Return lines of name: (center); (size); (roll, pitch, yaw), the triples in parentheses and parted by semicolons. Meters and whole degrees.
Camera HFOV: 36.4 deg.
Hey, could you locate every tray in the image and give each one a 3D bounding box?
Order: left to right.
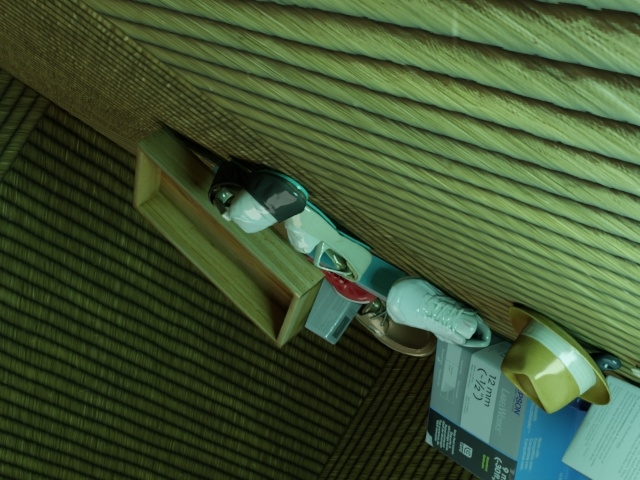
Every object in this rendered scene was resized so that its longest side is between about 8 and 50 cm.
tray: (-0.177, -0.005, 1.785); (0.411, 0.076, 0.202); (42, 148, 14)

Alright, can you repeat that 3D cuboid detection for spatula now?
spatula: (0.357, 0.165, 1.373); (0.084, 0.030, 0.296); (31, 176, -4)

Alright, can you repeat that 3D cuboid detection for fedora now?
fedora: (0.299, 0.174, 1.304); (0.194, 0.079, 0.194); (45, 170, 10)

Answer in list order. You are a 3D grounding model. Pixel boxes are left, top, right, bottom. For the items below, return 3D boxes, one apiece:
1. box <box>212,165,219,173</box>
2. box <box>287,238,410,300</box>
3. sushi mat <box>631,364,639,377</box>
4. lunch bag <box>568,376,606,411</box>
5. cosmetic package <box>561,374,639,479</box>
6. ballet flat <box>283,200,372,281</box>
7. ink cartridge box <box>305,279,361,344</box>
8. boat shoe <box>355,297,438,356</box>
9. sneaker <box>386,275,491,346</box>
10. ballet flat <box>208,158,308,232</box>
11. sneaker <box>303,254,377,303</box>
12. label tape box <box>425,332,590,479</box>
box: (-0.176, -0.073, 1.906); (0.101, 0.102, 0.087); (29, 177, 34)
box: (0.062, 0.044, 1.858); (0.244, 0.060, 0.100); (29, 175, 26)
sushi mat: (0.485, 0.209, 1.059); (0.151, 0.019, 0.316); (34, 175, -20)
lunch bag: (0.395, 0.220, 1.530); (0.098, 0.065, 0.067); (26, -171, 40)
cosmetic package: (0.523, 0.330, 1.281); (0.197, 0.155, 0.365); (32, 175, -27)
ballet flat: (0.000, 0.000, 1.643); (0.248, 0.086, 0.086); (35, 174, -41)
ink cartridge box: (-0.004, 0.118, 2.344); (0.232, 0.189, 0.066); (28, 170, 41)
boat shoe: (0.149, 0.183, 2.470); (0.341, 0.121, 0.110); (30, 177, 30)
sneaker: (0.215, 0.127, 1.686); (0.232, 0.090, 0.115); (23, 175, -38)
ballet flat: (-0.107, -0.062, 1.538); (0.095, 0.096, 0.280); (43, 171, -24)
sneaker: (0.027, 0.067, 2.227); (0.221, 0.087, 0.128); (27, 176, 32)
label tape box: (0.367, 0.345, 1.862); (0.115, 0.249, 0.348); (-12, -153, -36)
